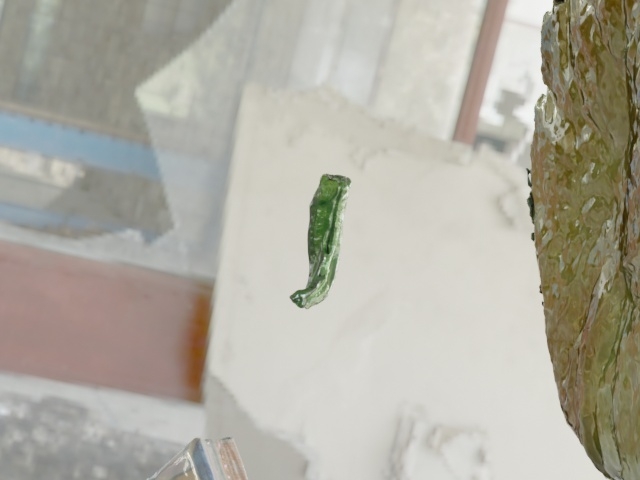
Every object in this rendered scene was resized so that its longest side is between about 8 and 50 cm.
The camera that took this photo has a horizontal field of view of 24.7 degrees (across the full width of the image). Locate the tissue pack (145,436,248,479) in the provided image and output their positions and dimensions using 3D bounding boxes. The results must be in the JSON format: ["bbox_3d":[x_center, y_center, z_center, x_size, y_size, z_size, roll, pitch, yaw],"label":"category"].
[{"bbox_3d":[-0.120,0.298,1.525,0.065,0.115,0.155,8,48,-45],"label":"tissue pack"}]

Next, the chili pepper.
[{"bbox_3d":[0.000,0.003,1.218,0.035,0.118,0.055,12,-11,30],"label":"chili pepper"}]

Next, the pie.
[{"bbox_3d":[0.152,-0.019,0.632,0.071,0.306,0.306,0,7,-7],"label":"pie"}]
